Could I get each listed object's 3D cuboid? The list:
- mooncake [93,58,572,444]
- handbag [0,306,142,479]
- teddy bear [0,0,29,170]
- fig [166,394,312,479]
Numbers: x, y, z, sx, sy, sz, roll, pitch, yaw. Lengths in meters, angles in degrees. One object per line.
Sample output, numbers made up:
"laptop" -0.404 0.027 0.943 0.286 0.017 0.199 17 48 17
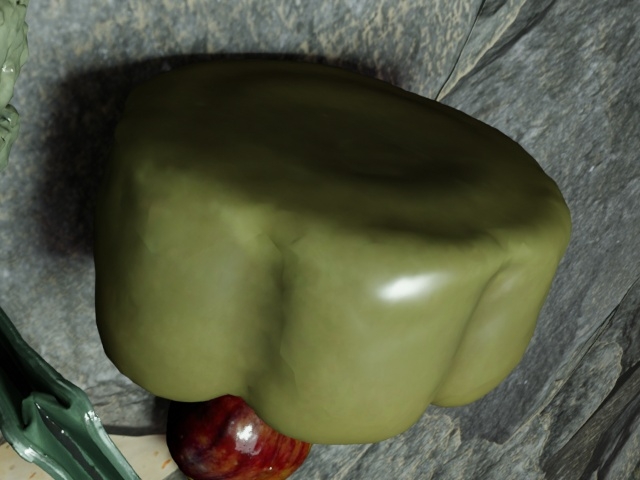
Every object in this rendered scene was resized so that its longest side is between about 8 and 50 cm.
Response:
"mooncake" 0.000 0.000 1.004 0.467 0.467 0.262 -7 122 -39
"handbag" -0.278 0.188 1.040 0.079 0.260 0.248 -38 136 -16
"teddy bear" -0.364 -0.105 0.780 0.357 0.224 0.367 -45 172 -39
"fig" -0.135 0.250 1.313 0.249 0.186 0.203 -29 166 30
